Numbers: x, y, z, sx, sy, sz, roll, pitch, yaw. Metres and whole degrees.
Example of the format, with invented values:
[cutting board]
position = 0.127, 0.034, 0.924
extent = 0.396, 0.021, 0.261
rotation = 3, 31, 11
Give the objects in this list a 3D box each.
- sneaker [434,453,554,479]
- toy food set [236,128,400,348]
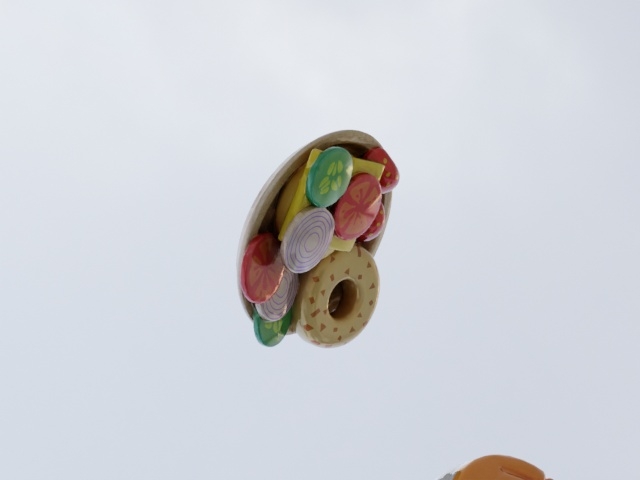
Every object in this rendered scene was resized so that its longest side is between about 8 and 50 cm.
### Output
[sneaker]
position = 0.072, 0.190, 0.642
extent = 0.262, 0.121, 0.099
rotation = 57, -150, -19
[toy food set]
position = 0.000, 0.000, 0.661
extent = 0.020, 0.083, 0.082
rotation = 29, -167, 34
